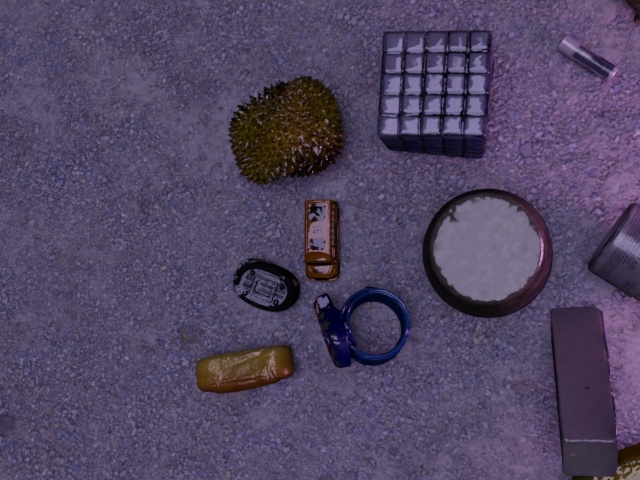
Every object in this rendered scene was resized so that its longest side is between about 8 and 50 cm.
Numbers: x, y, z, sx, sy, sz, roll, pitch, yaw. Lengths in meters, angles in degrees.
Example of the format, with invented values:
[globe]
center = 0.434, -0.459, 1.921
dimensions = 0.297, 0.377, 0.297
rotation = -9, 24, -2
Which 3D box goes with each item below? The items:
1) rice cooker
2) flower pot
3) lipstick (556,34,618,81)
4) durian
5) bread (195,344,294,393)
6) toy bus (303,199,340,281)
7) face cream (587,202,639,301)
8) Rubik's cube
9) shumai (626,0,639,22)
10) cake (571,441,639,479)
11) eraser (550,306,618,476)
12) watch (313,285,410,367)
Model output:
[rice cooker]
center = -0.131, 0.109, 1.788
dimensions = 0.165, 0.106, 0.112
rotation = 19, 95, 2
[flower pot]
center = 0.348, 0.028, 1.571
dimensions = 0.293, 0.330, 0.294
rotation = 0, 89, 14
[lipstick]
center = 0.603, -0.411, 1.680
dimensions = 0.141, 0.040, 0.040
rotation = 38, 96, 12
[durian]
center = -0.083, -0.246, 1.729
dimensions = 0.293, 0.258, 0.258
rotation = -23, 83, 16
[bread]
center = -0.183, 0.314, 1.793
dimensions = 0.245, 0.102, 0.094
rotation = -12, 78, 10
[toy bus]
center = 0.000, 0.000, 1.770
dimensions = 0.083, 0.088, 0.195
rotation = -1, 87, 12
[face cream]
center = 0.676, 0.029, 1.572
dimensions = 0.153, 0.177, 0.177
rotation = 33, 94, 12
[Rubik's cube]
center = 0.258, -0.321, 1.652
dimensions = 0.237, 0.237, 0.238
rotation = 4, 87, 14
[shumai]
center = 0.747, -0.567, 1.618
dimensions = 0.201, 0.120, 0.201
rotation = -29, 40, 27
[cake]
center = 0.668, 0.536, 1.561
dimensions = 0.260, 0.156, 0.179
rotation = -23, 81, 9
[eraser]
center = 0.559, 0.315, 1.581
dimensions = 0.111, 0.077, 0.352
rotation = -3, 57, 14
[watch]
center = 0.101, 0.195, 1.714
dimensions = 0.200, 0.171, 0.196
rotation = -15, 83, -3
